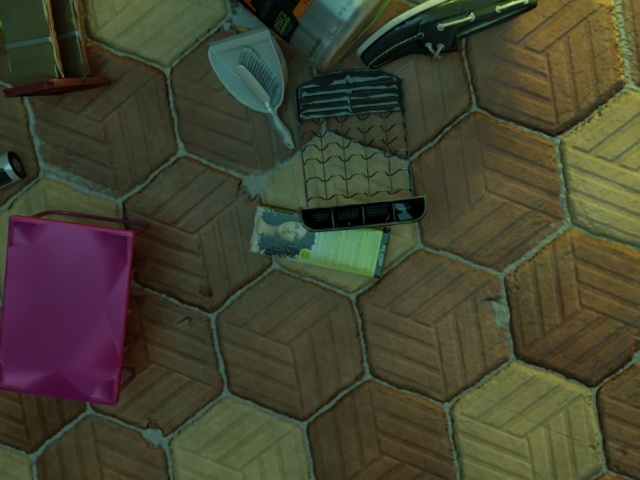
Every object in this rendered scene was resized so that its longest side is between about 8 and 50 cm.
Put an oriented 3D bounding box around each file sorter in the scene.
[{"bbox_3d":[-0.409,0.103,1.709,0.202,0.182,0.290,8,99,3],"label":"file sorter"}]

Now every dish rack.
[{"bbox_3d":[0.059,-0.152,1.665,0.208,0.074,0.271,-6,86,-1],"label":"dish rack"}]

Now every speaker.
[{"bbox_3d":[-0.592,-0.107,1.765,0.136,0.055,0.055,-22,95,7],"label":"speaker"}]

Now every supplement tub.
[{"bbox_3d":[-0.055,-0.451,1.594,0.338,0.207,0.207,41,99,0],"label":"supplement tub"}]

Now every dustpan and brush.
[{"bbox_3d":[-0.093,-0.246,1.687,0.147,0.060,0.211,-6,135,41],"label":"dustpan and brush"}]

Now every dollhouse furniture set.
[{"bbox_3d":[-0.568,-0.334,1.709,0.374,0.152,0.201,-5,98,23],"label":"dollhouse furniture set"}]

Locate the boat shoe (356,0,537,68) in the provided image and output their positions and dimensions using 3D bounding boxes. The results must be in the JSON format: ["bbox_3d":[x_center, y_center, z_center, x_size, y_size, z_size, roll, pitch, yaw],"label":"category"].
[{"bbox_3d":[0.205,-0.348,1.630,0.303,0.114,0.091,-28,88,9],"label":"boat shoe"}]

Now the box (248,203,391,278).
[{"bbox_3d":[0.000,0.000,1.721,0.232,0.058,0.087,10,98,3],"label":"box"}]
